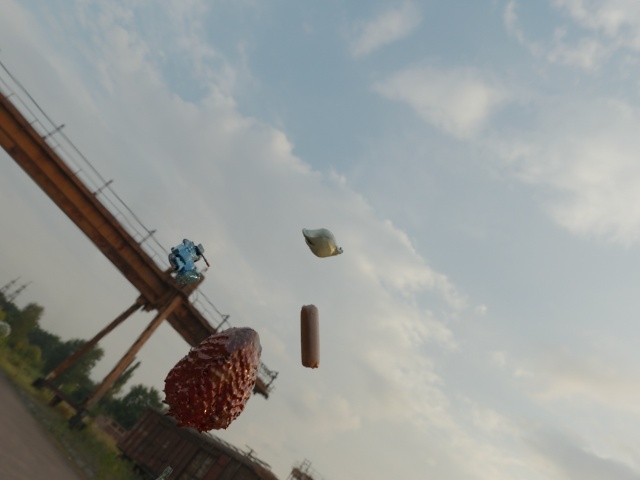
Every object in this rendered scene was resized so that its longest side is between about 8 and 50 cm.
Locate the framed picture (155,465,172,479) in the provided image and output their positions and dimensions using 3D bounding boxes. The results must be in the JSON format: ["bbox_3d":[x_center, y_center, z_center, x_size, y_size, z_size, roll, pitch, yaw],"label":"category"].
[{"bbox_3d":[-0.624,0.906,1.500,0.022,0.335,0.247,36,-66,8],"label":"framed picture"}]

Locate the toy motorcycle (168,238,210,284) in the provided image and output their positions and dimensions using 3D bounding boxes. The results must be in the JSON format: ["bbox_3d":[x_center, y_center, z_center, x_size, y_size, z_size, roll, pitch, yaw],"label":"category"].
[{"bbox_3d":[-0.613,0.098,2.181,0.123,0.272,0.182,-24,-72,13],"label":"toy motorcycle"}]

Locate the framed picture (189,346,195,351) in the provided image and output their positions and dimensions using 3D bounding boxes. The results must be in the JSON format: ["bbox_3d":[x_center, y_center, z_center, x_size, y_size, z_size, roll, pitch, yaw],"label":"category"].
[{"bbox_3d":[-0.529,0.588,2.051,0.017,0.217,0.274,1,-22,10],"label":"framed picture"}]

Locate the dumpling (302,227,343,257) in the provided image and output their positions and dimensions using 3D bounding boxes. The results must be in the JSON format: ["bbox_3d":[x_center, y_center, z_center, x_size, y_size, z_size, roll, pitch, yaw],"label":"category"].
[{"bbox_3d":[0.000,-0.003,1.922,0.181,0.111,0.155,57,3,-23],"label":"dumpling"}]

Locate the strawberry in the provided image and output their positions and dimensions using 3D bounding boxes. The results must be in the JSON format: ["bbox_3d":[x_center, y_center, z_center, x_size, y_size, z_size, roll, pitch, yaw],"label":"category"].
[{"bbox_3d":[-0.339,0.436,1.513,0.292,0.292,0.343,33,-70,12],"label":"strawberry"}]

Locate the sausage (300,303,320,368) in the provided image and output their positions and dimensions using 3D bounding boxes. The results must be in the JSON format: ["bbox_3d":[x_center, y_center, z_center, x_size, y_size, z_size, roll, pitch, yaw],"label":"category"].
[{"bbox_3d":[-0.046,0.420,2.082,0.086,0.289,0.086,-1,-27,0],"label":"sausage"}]
